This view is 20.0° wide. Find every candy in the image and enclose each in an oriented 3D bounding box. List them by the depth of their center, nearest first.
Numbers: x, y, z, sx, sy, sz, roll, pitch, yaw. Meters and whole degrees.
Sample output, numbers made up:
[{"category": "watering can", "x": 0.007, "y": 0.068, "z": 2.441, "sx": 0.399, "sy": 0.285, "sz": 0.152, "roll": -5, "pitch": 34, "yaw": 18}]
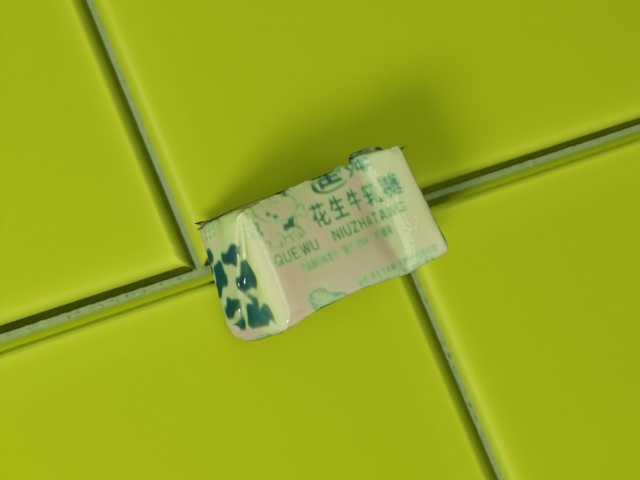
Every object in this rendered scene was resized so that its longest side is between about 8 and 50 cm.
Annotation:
[{"category": "candy", "x": 0.000, "y": 0.000, "z": 1.240, "sx": 0.160, "sy": 0.073, "sz": 0.092, "roll": -23, "pitch": 90, "yaw": -36}]
